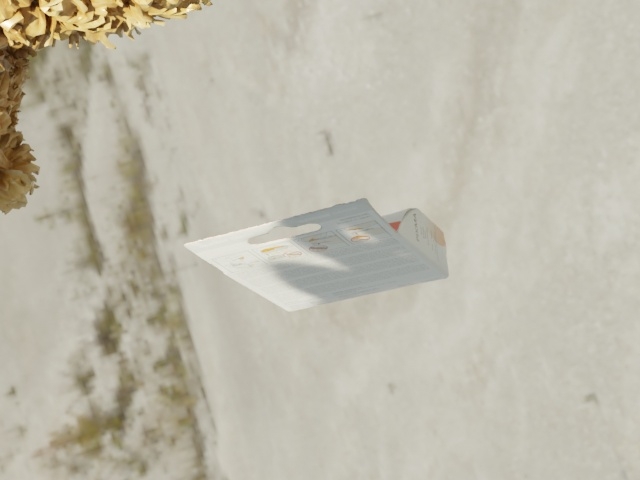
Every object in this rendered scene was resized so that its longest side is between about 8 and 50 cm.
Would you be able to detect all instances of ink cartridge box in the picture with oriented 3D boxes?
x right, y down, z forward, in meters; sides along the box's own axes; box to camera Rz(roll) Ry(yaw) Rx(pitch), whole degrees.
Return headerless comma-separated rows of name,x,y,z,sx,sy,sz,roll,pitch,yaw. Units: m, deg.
ink cartridge box,0.000,0.000,0.945,0.179,0.145,0.045,41,-139,-58

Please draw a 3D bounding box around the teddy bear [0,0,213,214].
teddy bear,-0.136,-0.152,0.471,0.245,0.338,0.113,42,-163,-25
